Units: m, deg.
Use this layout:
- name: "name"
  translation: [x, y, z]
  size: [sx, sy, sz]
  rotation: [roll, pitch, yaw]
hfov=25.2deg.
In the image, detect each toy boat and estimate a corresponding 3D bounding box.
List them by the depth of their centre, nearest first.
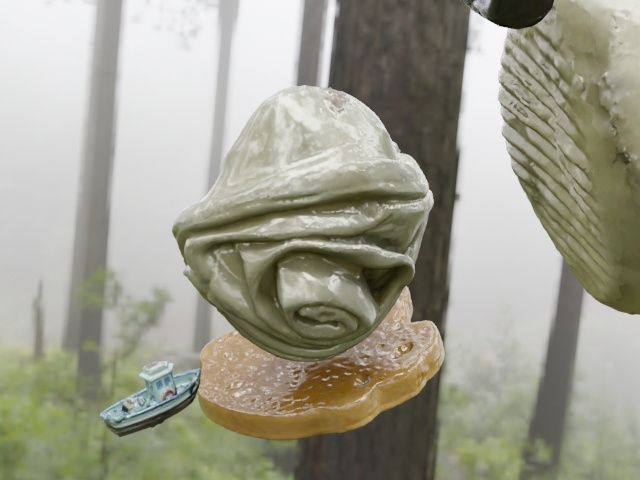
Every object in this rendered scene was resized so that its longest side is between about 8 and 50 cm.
- name: "toy boat"
  translation: [-0.203, 0.184, 1.731]
  size: [0.140, 0.066, 0.059]
  rotation: [-22, 23, -32]

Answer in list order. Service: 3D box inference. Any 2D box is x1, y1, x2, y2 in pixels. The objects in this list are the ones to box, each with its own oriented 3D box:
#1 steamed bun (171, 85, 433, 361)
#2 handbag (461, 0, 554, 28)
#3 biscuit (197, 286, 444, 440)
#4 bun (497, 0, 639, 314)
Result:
- name: "steamed bun"
  translation: [0.006, 0.004, 1.781]
  size: [0.310, 0.324, 0.219]
  rotation: [37, 7, -44]
- name: "handbag"
  translation: [0.136, -0.335, 1.215]
  size: [0.088, 0.275, 0.244]
  rotation: [-8, 27, -12]
- name: "biscuit"
  translation: [0.006, 0.166, 1.950]
  size: [0.351, 0.057, 0.312]
  rotation: [-27, 30, -25]
- name: "bun"
  translation: [0.315, -0.112, 1.423]
  size: [0.234, 0.362, 0.326]
  rotation: [-14, 6, -15]
